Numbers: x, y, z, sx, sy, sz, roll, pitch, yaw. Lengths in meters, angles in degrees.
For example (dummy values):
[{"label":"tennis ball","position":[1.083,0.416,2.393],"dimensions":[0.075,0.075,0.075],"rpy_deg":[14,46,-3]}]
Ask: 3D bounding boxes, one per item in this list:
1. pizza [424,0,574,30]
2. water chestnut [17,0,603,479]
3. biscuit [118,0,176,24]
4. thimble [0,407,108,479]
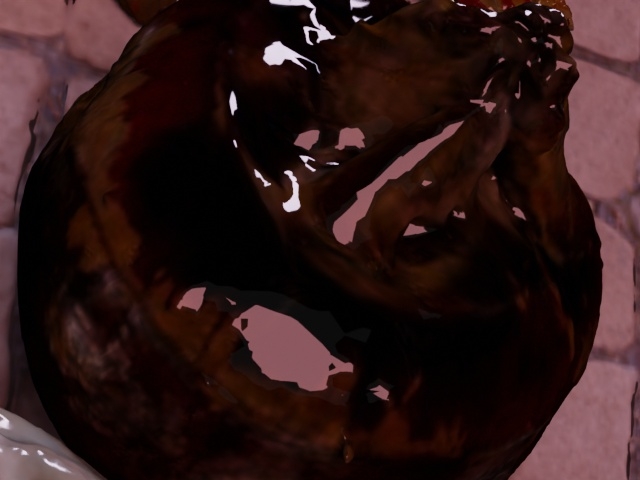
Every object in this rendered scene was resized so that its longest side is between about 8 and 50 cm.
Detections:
[{"label":"pizza","position":[0.097,-0.128,0.640],"dimensions":[0.099,0.029,0.100],"rpy_deg":[8,77,-28]},{"label":"water chestnut","position":[0.000,0.000,0.454],"dimensions":[0.223,0.238,0.224],"rpy_deg":[18,48,-21]},{"label":"biscuit","position":[-0.104,-0.159,0.542],"dimensions":[0.130,0.019,0.119],"rpy_deg":[6,78,-27]},{"label":"thimble","position":[-0.165,0.165,0.350],"dimensions":[0.291,0.195,0.291],"rpy_deg":[5,80,-28]}]
